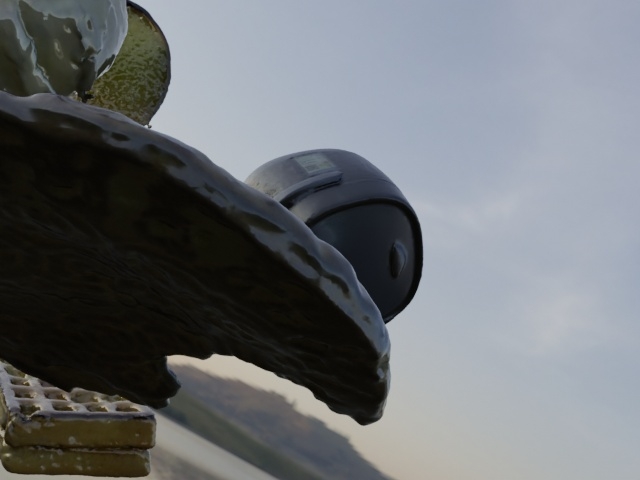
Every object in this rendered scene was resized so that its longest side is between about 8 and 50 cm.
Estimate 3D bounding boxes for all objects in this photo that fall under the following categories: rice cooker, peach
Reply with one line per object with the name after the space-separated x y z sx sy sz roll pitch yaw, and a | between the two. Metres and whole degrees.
0.000 0.000 1.483 0.267 0.267 0.224 38 3 -36 | rice cooker
-0.299 -0.232 1.457 0.189 0.279 0.068 -11 -24 -12 | peach

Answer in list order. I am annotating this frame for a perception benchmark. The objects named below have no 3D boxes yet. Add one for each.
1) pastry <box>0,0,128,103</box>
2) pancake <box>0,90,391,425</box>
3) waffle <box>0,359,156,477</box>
-0.198 -0.142 0.663 0.166 0.166 0.088 21 -40 32 | pastry
-0.101 0.023 0.491 0.286 0.033 0.288 23 -28 -3 | pancake
-0.382 0.252 1.567 0.224 0.098 0.328 7 7 -24 | waffle
